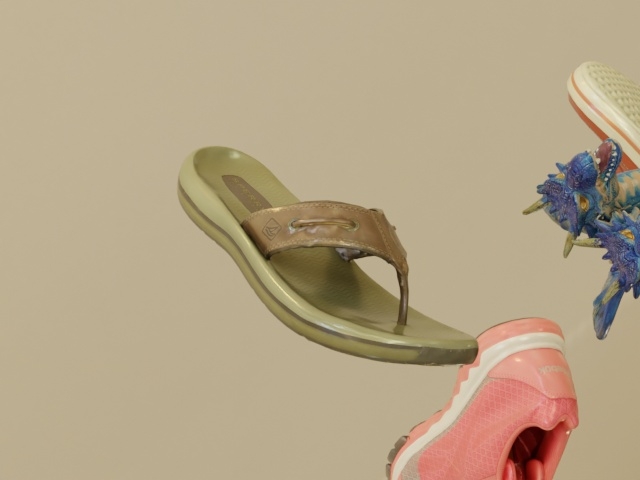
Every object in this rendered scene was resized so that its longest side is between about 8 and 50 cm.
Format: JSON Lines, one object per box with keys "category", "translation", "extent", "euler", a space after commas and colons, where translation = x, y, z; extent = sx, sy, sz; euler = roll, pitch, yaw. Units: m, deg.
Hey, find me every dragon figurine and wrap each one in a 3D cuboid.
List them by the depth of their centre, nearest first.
{"category": "dragon figurine", "translation": [0.168, -0.003, 0.933], "extent": [0.144, 0.085, 0.289], "euler": [-23, -11, -8]}

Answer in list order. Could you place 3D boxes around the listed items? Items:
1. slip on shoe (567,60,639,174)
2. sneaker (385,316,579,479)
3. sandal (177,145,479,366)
{"category": "slip on shoe", "translation": [0.299, -0.010, 1.515], "extent": [0.101, 0.123, 0.331], "euler": [-29, -67, 20]}
{"category": "sneaker", "translation": [0.158, 0.221, 1.730], "extent": [0.116, 0.136, 0.314], "euler": [4, -47, -25]}
{"category": "sandal", "translation": [-0.002, -0.001, 1.296], "extent": [0.120, 0.303, 0.086], "euler": [2, -59, -48]}
